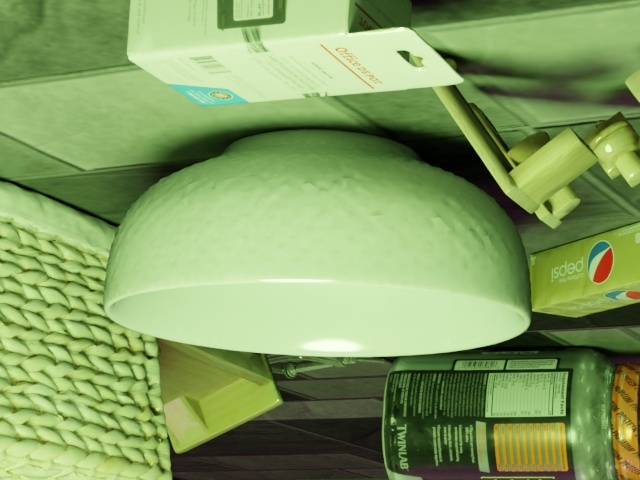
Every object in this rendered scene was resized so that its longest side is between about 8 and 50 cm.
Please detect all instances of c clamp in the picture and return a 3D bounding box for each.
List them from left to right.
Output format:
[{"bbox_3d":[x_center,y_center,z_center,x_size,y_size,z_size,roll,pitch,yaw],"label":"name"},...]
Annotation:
[{"bbox_3d":[-0.019,0.163,2.467,0.160,0.022,0.137,-11,162,43],"label":"c clamp"}]

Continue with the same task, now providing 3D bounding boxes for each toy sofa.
[{"bbox_3d":[-0.193,0.107,2.054,0.150,0.177,0.362,-28,158,14],"label":"toy sofa"}]

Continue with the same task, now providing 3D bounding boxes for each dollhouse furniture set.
[{"bbox_3d":[0.173,-0.106,1.270,0.151,0.123,0.144,-38,156,11],"label":"dollhouse furniture set"}]

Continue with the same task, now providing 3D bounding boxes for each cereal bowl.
[{"bbox_3d":[0.000,0.000,1.501,0.339,0.141,0.339,3,167,1],"label":"cereal bowl"}]

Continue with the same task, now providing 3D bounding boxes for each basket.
[{"bbox_3d":[-0.352,0.126,1.714,0.328,0.266,0.331,-19,161,23],"label":"basket"}]

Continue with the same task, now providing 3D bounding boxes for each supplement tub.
[{"bbox_3d":[0.248,0.231,2.341,0.316,0.194,0.193,-1,167,17],"label":"supplement tub"}]

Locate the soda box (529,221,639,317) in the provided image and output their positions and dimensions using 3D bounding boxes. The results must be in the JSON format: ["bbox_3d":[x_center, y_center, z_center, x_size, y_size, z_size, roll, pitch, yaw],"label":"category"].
[{"bbox_3d":[0.271,0.029,1.768,0.061,0.058,0.181,9,165,-28],"label":"soda box"}]

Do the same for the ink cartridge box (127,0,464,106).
[{"bbox_3d":[-0.012,-0.129,1.125,0.180,0.060,0.104,-3,165,22],"label":"ink cartridge box"}]
